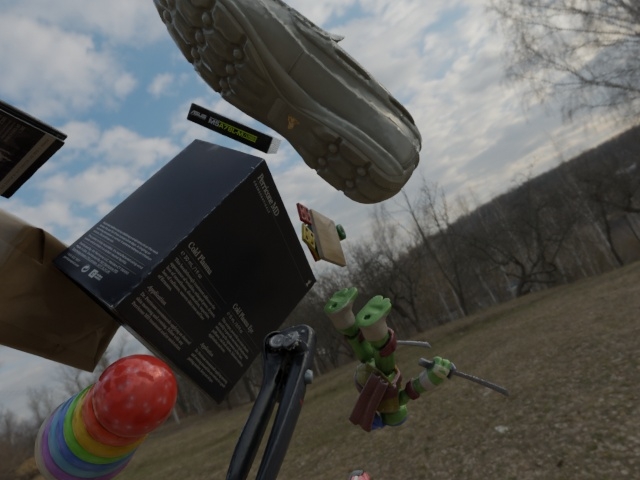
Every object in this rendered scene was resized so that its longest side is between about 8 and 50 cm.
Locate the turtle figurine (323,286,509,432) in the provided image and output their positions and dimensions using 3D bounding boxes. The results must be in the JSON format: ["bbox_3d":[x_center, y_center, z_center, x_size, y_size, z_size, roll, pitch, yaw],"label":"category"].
[{"bbox_3d":[0.143,0.194,0.802,0.275,0.266,0.198,-26,24,5],"label":"turtle figurine"}]

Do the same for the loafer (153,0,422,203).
[{"bbox_3d":[-0.026,-0.171,0.444,0.112,0.319,0.111,-27,25,57],"label":"loafer"}]

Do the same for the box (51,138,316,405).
[{"bbox_3d":[-0.201,0.060,0.777,0.312,0.179,0.343,-50,-37,-26],"label":"box"}]

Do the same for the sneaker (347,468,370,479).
[{"bbox_3d":[0.104,0.578,0.818,0.136,0.115,0.314,9,16,1],"label":"sneaker"}]

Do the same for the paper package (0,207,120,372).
[{"bbox_3d":[-0.539,0.059,0.759,0.168,0.325,0.309,-61,-22,-20],"label":"paper package"}]

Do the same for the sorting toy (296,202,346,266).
[{"bbox_3d":[0.000,0.000,1.097,0.046,0.132,0.274,-23,-21,21],"label":"sorting toy"}]

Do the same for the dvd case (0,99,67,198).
[{"bbox_3d":[-0.438,-0.134,0.492,0.165,0.018,0.221,-25,-37,30],"label":"dvd case"}]

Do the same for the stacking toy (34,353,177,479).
[{"bbox_3d":[-0.273,0.237,0.577,0.141,0.141,0.330,-13,-20,-46],"label":"stacking toy"}]

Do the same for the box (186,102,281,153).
[{"bbox_3d":[-0.188,-0.251,0.997,0.190,0.184,0.045,-82,13,-79],"label":"box"}]

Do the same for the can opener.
[{"bbox_3d":[-0.038,0.153,0.418,0.059,0.073,0.186,-11,28,16],"label":"can opener"}]
